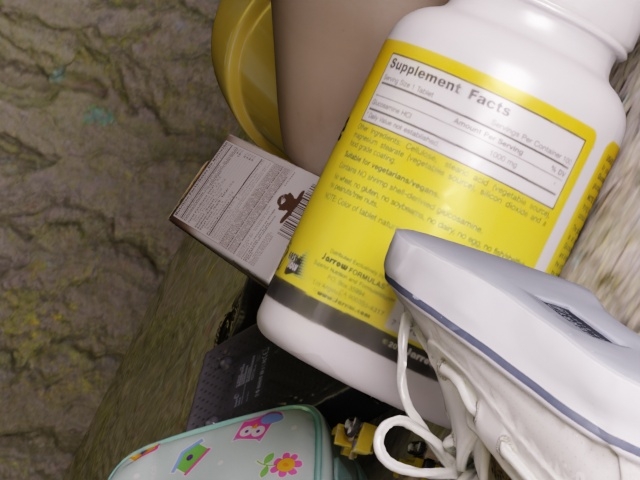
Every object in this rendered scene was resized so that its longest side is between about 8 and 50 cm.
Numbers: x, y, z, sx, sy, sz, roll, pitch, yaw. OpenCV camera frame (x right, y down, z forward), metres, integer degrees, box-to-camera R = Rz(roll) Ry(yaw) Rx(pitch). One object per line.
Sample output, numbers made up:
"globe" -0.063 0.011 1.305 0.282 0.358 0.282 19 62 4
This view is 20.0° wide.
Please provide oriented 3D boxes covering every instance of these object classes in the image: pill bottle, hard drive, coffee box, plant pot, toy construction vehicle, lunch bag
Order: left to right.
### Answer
"lunch bag" -0.066 0.265 1.402 0.224 0.108 0.279 -17 38 16
"coffee box" -0.011 0.004 1.516 0.098 0.141 0.246 -55 25 -3
"hard drive" -0.001 0.109 1.572 0.254 0.054 0.172 -28 28 24
"plant pot" 0.033 -0.162 1.830 0.254 0.254 0.239 -61 26 20
"toy construction vehicle" 0.047 0.164 1.383 0.098 0.086 0.035 154 133 -73
"plant pot" 0.082 -0.192 1.546 0.323 0.323 0.280 -90 12 -67
"pill bottle" 0.103 -0.047 1.311 0.334 0.188 0.188 -64 10 0

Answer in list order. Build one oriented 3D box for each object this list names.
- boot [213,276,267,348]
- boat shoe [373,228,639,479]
"boot" -0.064 0.072 2.151 0.236 0.085 0.178 -65 8 1
"boat shoe" 0.115 0.106 1.053 0.367 0.136 0.156 39 111 63
